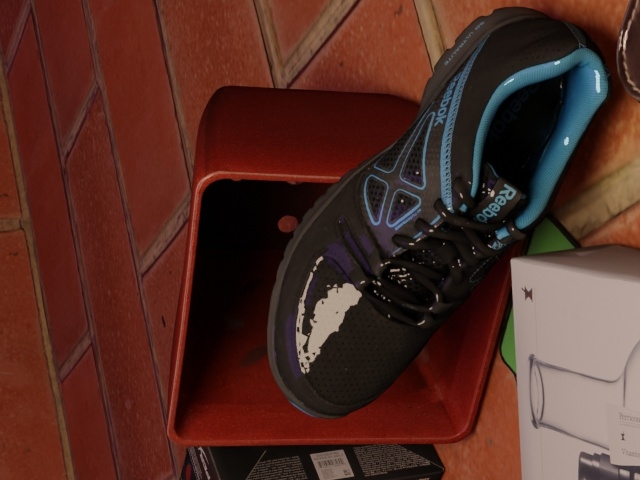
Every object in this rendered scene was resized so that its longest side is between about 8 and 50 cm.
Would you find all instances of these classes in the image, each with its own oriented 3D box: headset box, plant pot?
[{"bbox_3d":[-0.032,0.288,1.332,0.293,0.218,0.110,107,148,-42],"label":"headset box"},{"bbox_3d":[0.000,0.000,1.180,0.236,0.267,0.267,-108,24,-54],"label":"plant pot"}]

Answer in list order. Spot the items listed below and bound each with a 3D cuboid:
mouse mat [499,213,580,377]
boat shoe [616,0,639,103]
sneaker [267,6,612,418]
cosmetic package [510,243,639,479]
[{"bbox_3d":[0.197,0.086,1.033,0.190,0.007,0.152,-124,36,-48],"label":"mouse mat"},{"bbox_3d":[0.229,-0.205,0.750,0.342,0.123,0.123,113,143,-47],"label":"boat shoe"},{"bbox_3d":[0.076,-0.016,0.956,0.341,0.125,0.139,-58,17,5],"label":"sneaker"},{"bbox_3d":[0.241,0.203,0.853,0.284,0.097,0.377,-168,73,-67],"label":"cosmetic package"}]
